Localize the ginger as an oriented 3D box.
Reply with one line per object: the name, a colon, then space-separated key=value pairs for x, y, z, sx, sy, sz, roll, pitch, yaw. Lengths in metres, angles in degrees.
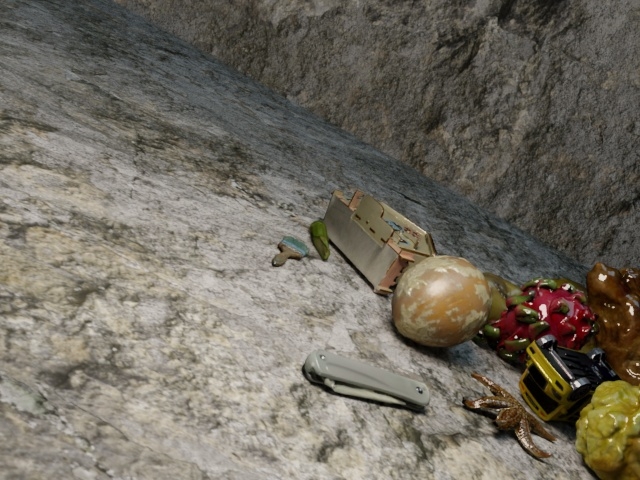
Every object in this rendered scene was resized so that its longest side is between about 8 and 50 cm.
ginger: x=0.803 y=0.256 z=2.142 sx=0.254 sy=0.176 sz=0.418 roll=0 pitch=70 yaw=-46

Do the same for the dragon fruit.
dragon fruit: x=0.507 y=0.209 z=1.986 sx=0.218 sy=0.273 sz=0.198 roll=18 pitch=36 yaw=-50

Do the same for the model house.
model house: x=0.177 y=0.004 z=2.122 sx=0.244 sy=0.169 sz=0.326 roll=18 pitch=19 yaw=-40

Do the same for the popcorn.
popcorn: x=0.635 y=0.389 z=1.672 sx=0.249 sy=0.225 sz=0.249 roll=31 pitch=19 yaw=-12

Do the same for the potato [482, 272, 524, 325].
potato: x=0.431 y=0.157 z=2.141 sx=0.200 sy=0.137 sz=0.154 roll=21 pitch=10 yaw=-12

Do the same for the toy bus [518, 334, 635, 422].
toy bus: x=0.554 y=0.320 z=1.857 sx=0.331 sy=0.151 sz=0.145 roll=16 pitch=32 yaw=-43

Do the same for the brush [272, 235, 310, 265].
brush: x=-0.075 y=0.028 z=1.879 sx=0.070 sy=0.021 sz=0.196 roll=30 pitch=17 yaw=5

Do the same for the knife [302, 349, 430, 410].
knife: x=0.085 y=0.250 z=1.474 sx=0.266 sy=0.040 sz=0.073 roll=20 pitch=30 yaw=-31

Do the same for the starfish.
starfish: x=0.381 y=0.343 z=1.671 sx=0.238 sy=0.057 sz=0.213 roll=19 pitch=27 yaw=-29

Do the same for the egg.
egg: x=0.260 y=0.134 z=1.823 sx=0.245 sy=0.203 sz=0.203 roll=-17 pitch=46 yaw=-39

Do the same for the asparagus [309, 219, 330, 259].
asparagus: x=0.000 y=0.000 z=2.056 sx=0.045 sy=0.041 sz=0.178 roll=57 pitch=8 yaw=-20

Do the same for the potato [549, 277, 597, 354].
potato: x=0.663 y=0.222 z=2.266 sx=0.247 sy=0.196 sz=0.299 roll=23 pitch=20 yaw=-19
